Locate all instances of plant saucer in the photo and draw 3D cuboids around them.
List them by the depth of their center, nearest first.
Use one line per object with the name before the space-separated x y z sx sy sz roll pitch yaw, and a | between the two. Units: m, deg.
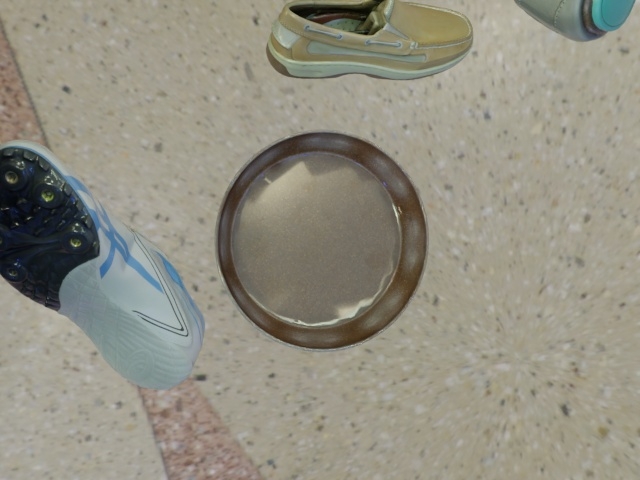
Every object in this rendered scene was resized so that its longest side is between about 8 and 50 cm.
plant saucer | 0.000 0.000 0.800 0.168 0.029 0.168 -1 92 -15

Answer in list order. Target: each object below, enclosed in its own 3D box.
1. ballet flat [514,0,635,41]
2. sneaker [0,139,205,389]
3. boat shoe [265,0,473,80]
ballet flat | 0.155 -0.205 0.512 0.068 0.072 0.213 35 108 37
sneaker | -0.154 0.013 0.716 0.085 0.237 0.086 -14 46 16
boat shoe | 0.051 -0.177 0.873 0.190 0.072 0.068 -11 58 -24
